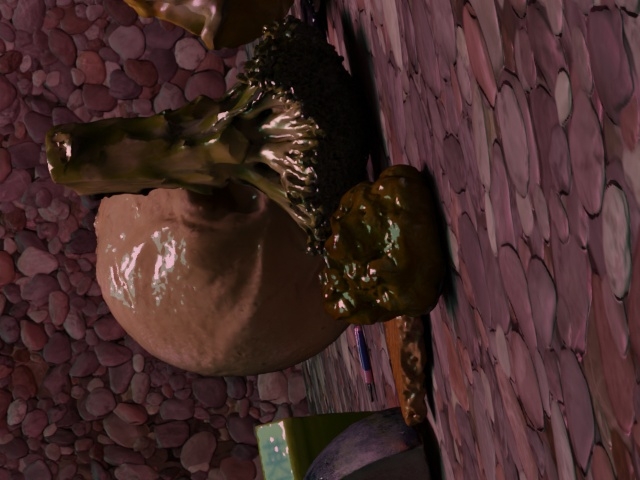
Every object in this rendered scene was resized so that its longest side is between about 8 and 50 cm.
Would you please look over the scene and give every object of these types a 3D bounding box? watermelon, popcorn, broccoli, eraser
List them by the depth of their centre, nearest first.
[{"bbox_3d":[-0.121,-0.135,1.771,0.221,0.362,0.252,-58,-22,-72],"label":"broccoli"},{"bbox_3d":[0.038,0.316,1.840,0.175,0.188,0.321,-110,12,-54],"label":"watermelon"},{"bbox_3d":[-0.138,-0.372,1.890,0.225,0.276,0.276,38,150,34],"label":"popcorn"},{"bbox_3d":[0.029,0.360,2.004,0.092,0.210,0.274,-21,73,41],"label":"eraser"}]

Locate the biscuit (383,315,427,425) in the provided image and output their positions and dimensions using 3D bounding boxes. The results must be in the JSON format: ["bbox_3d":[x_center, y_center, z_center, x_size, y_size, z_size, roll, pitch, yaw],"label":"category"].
[{"bbox_3d":[0.086,0.079,1.663,0.144,0.033,0.224,-103,5,-51],"label":"biscuit"}]

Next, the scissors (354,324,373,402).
[{"bbox_3d":[0.064,0.178,2.278,0.039,0.012,0.113,161,98,-85],"label":"scissors"}]

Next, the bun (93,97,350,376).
[{"bbox_3d":[-0.102,-0.021,1.925,0.202,0.364,0.364,93,165,-65],"label":"bun"}]

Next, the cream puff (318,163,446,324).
[{"bbox_3d":[0.050,0.007,1.437,0.146,0.116,0.146,167,90,-88],"label":"cream puff"}]

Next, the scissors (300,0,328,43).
[{"bbox_3d":[-0.005,-0.304,1.954,0.300,0.022,0.109,94,161,-68],"label":"scissors"}]
